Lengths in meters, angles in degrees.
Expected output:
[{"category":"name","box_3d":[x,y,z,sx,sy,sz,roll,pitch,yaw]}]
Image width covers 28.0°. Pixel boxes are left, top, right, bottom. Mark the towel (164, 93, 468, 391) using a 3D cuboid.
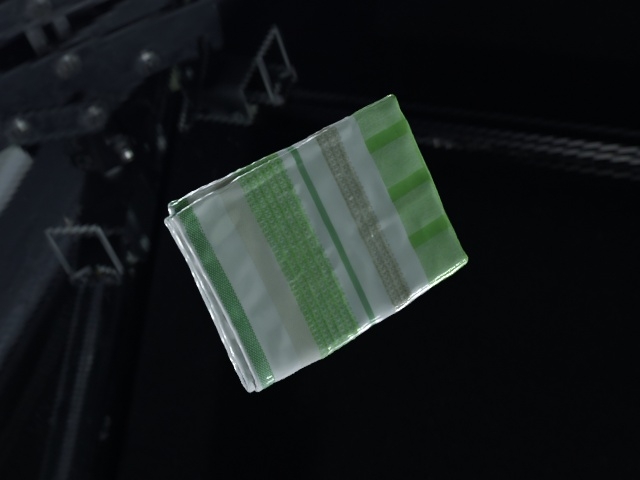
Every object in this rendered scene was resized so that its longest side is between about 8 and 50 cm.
[{"category":"towel","box_3d":[0.000,0.000,0.703,0.152,0.113,0.023,-29,-166,-23]}]
